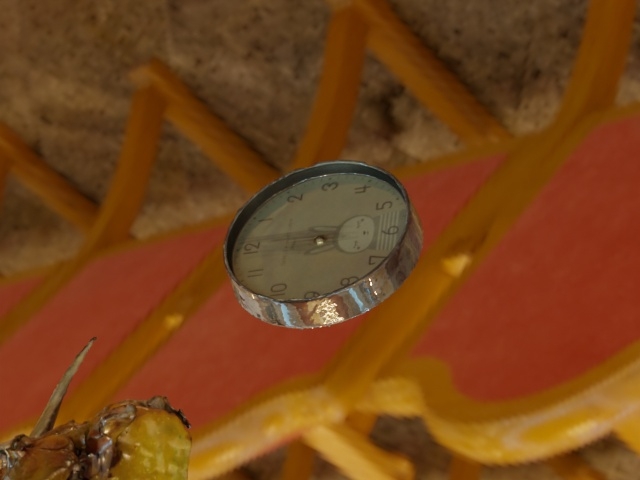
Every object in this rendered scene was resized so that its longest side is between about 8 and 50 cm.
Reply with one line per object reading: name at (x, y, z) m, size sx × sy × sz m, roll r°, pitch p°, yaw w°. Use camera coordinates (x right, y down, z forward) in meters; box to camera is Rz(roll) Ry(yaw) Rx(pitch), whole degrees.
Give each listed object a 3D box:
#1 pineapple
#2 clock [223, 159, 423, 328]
pineapple at (-0.186, 0.224, 1.025) m, size 0.161 × 0.334 × 0.158 m, roll 11°, pitch 178°, yaw -35°
clock at (0.000, 0.000, 1.802) m, size 0.215 × 0.215 × 0.042 m, roll 8°, pitch 140°, yaw 30°
